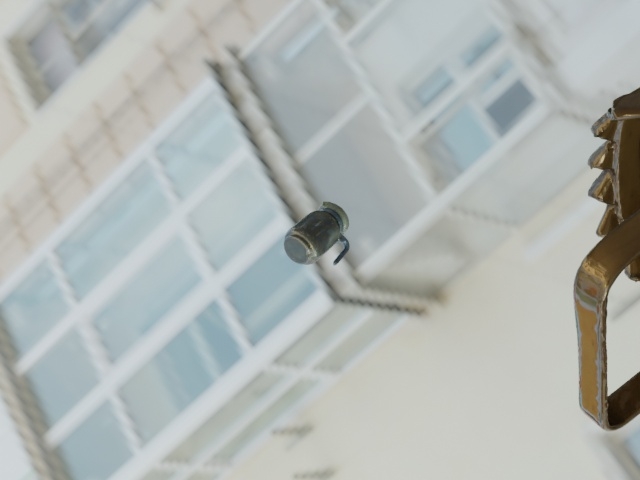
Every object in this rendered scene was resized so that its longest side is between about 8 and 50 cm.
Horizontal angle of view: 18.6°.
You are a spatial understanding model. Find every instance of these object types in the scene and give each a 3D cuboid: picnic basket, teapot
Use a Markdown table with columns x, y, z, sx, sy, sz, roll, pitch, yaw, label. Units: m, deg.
| x | y | z | sx | sy | sz | roll | pitch | yaw | label |
| --- | --- | --- | --- | --- | --- | --- | --- | --- | --- |
| 0.343 | 0.006 | 1.695 | 0.291 | 0.321 | 0.254 | 42 | 160 | 30 | picnic basket |
| 0.001 | -0.003 | 2.285 | 0.063 | 0.049 | 0.083 | 40 | -132 | 11 | teapot |
